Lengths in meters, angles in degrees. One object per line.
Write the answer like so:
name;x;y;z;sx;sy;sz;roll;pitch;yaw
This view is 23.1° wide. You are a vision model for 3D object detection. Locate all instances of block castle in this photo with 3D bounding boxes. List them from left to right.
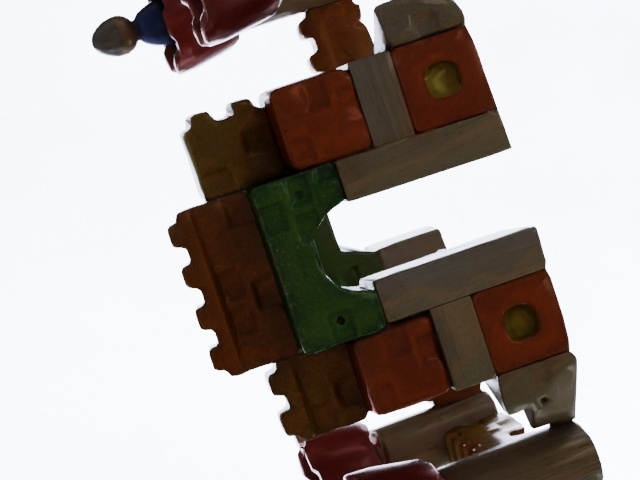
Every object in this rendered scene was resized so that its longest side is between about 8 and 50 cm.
block castle;0.000;0.000;1.077;0.213;0.303;0.453;-19;-86;-9
